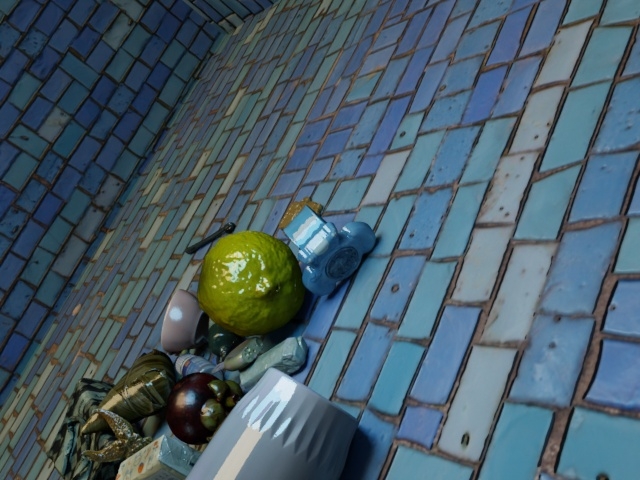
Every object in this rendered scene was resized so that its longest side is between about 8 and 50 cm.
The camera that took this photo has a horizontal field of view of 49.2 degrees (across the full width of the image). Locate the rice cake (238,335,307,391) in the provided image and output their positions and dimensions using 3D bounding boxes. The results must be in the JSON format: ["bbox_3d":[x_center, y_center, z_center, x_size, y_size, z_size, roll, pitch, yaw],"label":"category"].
[{"bbox_3d":[-0.112,0.297,1.652,0.206,0.063,0.069,-37,26,31],"label":"rice cake"}]

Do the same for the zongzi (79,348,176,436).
[{"bbox_3d":[-0.555,0.444,2.019,0.288,0.134,0.286,-30,13,-8],"label":"zongzi"}]

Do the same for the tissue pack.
[{"bbox_3d":[-0.382,0.562,1.687,0.196,0.148,0.092,-37,29,30],"label":"tissue pack"}]

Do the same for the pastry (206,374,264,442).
[{"bbox_3d":[-0.151,0.394,1.501,0.229,0.100,0.218,-47,0,31],"label":"pastry"}]

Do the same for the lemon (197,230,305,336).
[{"bbox_3d":[-0.176,0.107,1.744,0.321,0.268,0.268,-9,51,61],"label":"lemon"}]

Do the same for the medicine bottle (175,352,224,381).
[{"bbox_3d":[-0.336,0.361,1.917,0.084,0.083,0.203,-60,26,-12],"label":"medicine bottle"}]

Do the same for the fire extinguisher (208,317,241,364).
[{"bbox_3d":[-0.263,0.247,1.926,0.118,0.093,0.294,-55,25,26],"label":"fire extinguisher"}]

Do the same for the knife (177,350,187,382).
[{"bbox_3d":[-0.416,0.361,2.111,0.043,0.019,0.293,-43,31,23],"label":"knife"}]

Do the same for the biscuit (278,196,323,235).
[{"bbox_3d":[-0.064,-0.067,2.035,0.133,0.027,0.184,-53,27,-1],"label":"biscuit"}]

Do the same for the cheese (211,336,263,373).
[{"bbox_3d":[-0.218,0.299,1.739,0.192,0.037,0.097,-34,11,44],"label":"cheese"}]

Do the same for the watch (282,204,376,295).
[{"bbox_3d":[0.000,0.000,1.678,0.211,0.211,0.193,-51,45,6],"label":"watch"}]

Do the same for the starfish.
[{"bbox_3d":[-0.529,0.560,1.862,0.138,0.247,0.050,-56,-4,-17],"label":"starfish"}]

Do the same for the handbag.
[{"bbox_3d":[-0.687,0.640,2.083,0.416,0.180,0.317,29,92,58],"label":"handbag"}]

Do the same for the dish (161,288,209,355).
[{"bbox_3d":[-0.368,0.245,2.017,0.090,0.213,0.213,9,59,15],"label":"dish"}]

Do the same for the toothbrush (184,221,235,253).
[{"bbox_3d":[-0.398,-0.003,2.490,0.297,0.030,0.031,-25,49,43],"label":"toothbrush"}]

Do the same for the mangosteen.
[{"bbox_3d":[-0.277,0.404,1.699,0.200,0.199,0.200,-38,31,28],"label":"mangosteen"}]

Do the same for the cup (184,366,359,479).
[{"bbox_3d":[-0.103,0.443,1.279,0.372,0.253,0.253,-57,27,-13],"label":"cup"}]
